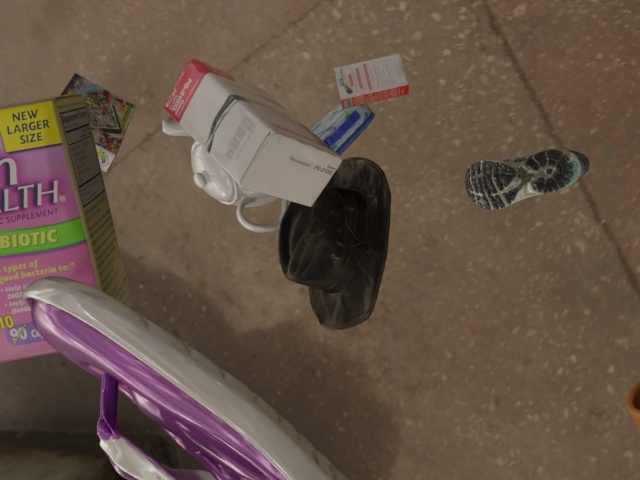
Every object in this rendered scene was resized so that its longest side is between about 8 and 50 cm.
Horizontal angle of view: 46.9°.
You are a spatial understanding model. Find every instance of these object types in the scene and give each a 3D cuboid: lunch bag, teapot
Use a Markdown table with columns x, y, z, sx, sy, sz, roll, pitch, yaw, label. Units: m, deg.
| x | y | z | sx | sy | sz | roll | pitch | yaw | label |
| --- | --- | --- | --- | --- | --- | --- | --- | --- | --- |
| 0.038 | -0.288 | 1.991 | 0.090 | 0.219 | 0.176 | 46 | 169 | -13 | lunch bag |
| -0.187 | -0.163 | 1.588 | 0.256 | 0.187 | 0.252 | 16 | 134 | 46 | teapot |

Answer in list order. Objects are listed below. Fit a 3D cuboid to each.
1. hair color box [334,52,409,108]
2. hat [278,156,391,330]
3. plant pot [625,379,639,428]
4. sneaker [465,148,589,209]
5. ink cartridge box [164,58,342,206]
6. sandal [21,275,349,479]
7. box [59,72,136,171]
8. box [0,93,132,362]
| x | y | z | sx | sy | sz | roll | pitch | yaw | label |
| --- | --- | --- | --- | --- | --- | --- | --- | --- | --- |
| 0.124 | -0.389 | 1.800 | 0.167 | 0.053 | 0.093 | -12 | 70 | 1 | hair color box |
| 0.000 | 0.000 | 1.366 | 0.331 | 0.134 | 0.331 | -18 | 69 | 57 | hat |
| 0.566 | 0.236 | 0.912 | 0.291 | 0.291 | 0.203 | -31 | 84 | 37 | plant pot |
| 0.440 | -0.131 | 1.573 | 0.283 | 0.122 | 0.110 | -5 | 96 | 49 | sneaker |
| -0.106 | -0.168 | 1.156 | 0.237 | 0.172 | 0.100 | 45 | 110 | 35 | ink cartridge box |
| -0.062 | 0.188 | 0.531 | 0.416 | 0.102 | 0.169 | 47 | 150 | -19 | sandal |
| -0.364 | -0.190 | 1.165 | 0.114 | 0.207 | 0.036 | 27 | 115 | -20 | box |
| -0.327 | -0.008 | 0.737 | 0.214 | 0.117 | 0.242 | -9 | 103 | -2 | box |
